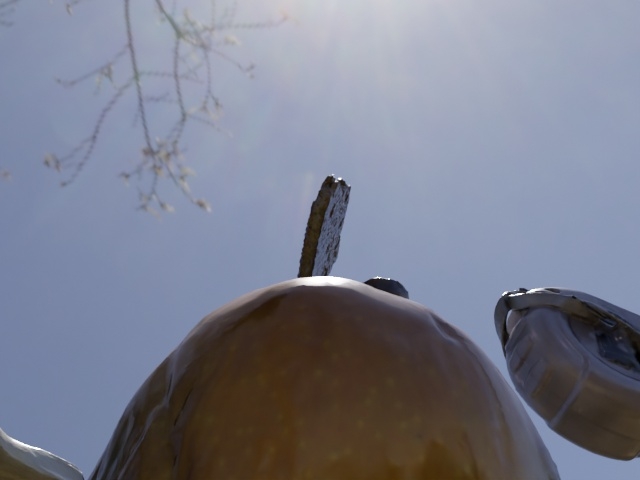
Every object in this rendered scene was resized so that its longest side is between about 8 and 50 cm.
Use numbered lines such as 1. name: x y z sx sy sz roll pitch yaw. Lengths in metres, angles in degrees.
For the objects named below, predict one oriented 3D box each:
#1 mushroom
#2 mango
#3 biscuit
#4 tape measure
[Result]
1. mushroom: -0.383 0.269 1.502 0.071 0.084 0.209 -39 -49 11
2. mango: -0.004 0.180 0.356 0.187 0.359 0.144 0 -21 3
3. biscuit: 0.004 -0.011 1.524 0.026 0.131 0.237 19 -40 8
4. tape measure: 0.287 0.137 1.232 0.236 0.197 0.120 23 -62 -7
